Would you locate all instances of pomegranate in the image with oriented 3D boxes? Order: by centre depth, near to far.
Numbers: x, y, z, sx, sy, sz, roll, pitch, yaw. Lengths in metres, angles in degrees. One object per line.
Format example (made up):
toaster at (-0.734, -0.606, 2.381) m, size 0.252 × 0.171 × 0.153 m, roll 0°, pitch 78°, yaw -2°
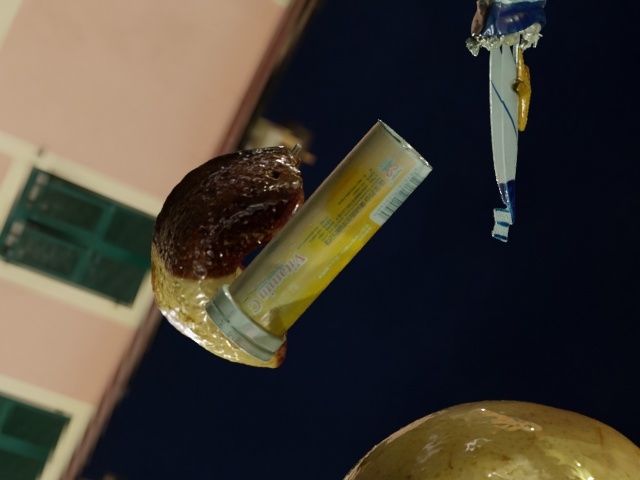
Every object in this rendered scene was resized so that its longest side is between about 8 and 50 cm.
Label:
pomegranate at (0.129, 0.270, 1.192) m, size 0.319 × 0.319 × 0.319 m, roll -38°, pitch -139°, yaw 41°

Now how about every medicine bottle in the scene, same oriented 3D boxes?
medicine bottle at (0.000, 0.000, 1.312) m, size 0.218 × 0.074 × 0.074 m, roll -48°, pitch -147°, yaw 8°

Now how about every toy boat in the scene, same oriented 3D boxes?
toy boat at (0.189, -0.143, 1.639) m, size 0.220 × 0.067 × 0.291 m, roll -21°, pitch 118°, yaw -71°

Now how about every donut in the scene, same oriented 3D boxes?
donut at (-0.083, 0.026, 1.456) m, size 0.085 × 0.141 × 0.217 m, roll -124°, pitch -146°, yaw -65°
